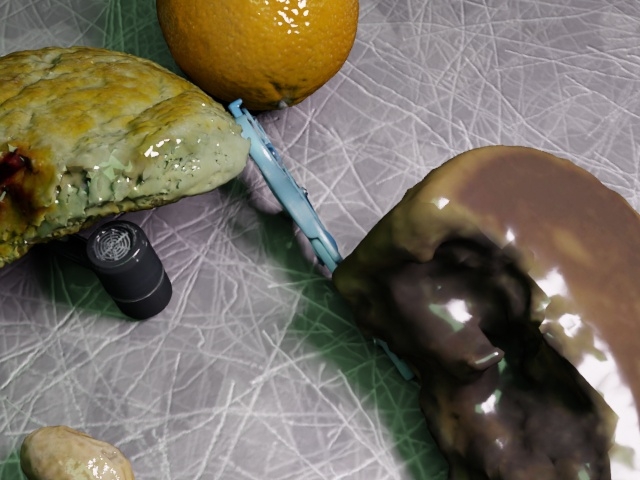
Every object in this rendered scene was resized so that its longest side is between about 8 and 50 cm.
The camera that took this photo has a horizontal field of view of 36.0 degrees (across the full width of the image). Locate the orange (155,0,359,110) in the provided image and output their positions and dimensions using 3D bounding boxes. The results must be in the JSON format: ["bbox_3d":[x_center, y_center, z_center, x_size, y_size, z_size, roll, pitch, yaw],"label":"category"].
[{"bbox_3d":[-0.077,-0.286,1.217,0.264,0.264,0.264,2,67,-4],"label":"orange"}]

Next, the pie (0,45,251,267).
[{"bbox_3d":[-0.296,-0.105,1.109,0.418,0.180,0.395,-11,30,-7],"label":"pie"}]

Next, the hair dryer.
[{"bbox_3d":[-0.281,0.007,1.159,0.219,0.124,0.071,23,64,23],"label":"hair dryer"}]

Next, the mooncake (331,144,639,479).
[{"bbox_3d":[0.209,0.122,1.042,0.393,0.246,0.394,16,61,-20],"label":"mooncake"}]

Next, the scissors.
[{"bbox_3d":[-0.001,0.000,1.171,0.032,0.180,0.393,-34,87,5],"label":"scissors"}]

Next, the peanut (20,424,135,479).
[{"bbox_3d":[-0.238,0.278,1.049,0.099,0.099,0.214,-35,74,-17],"label":"peanut"}]
